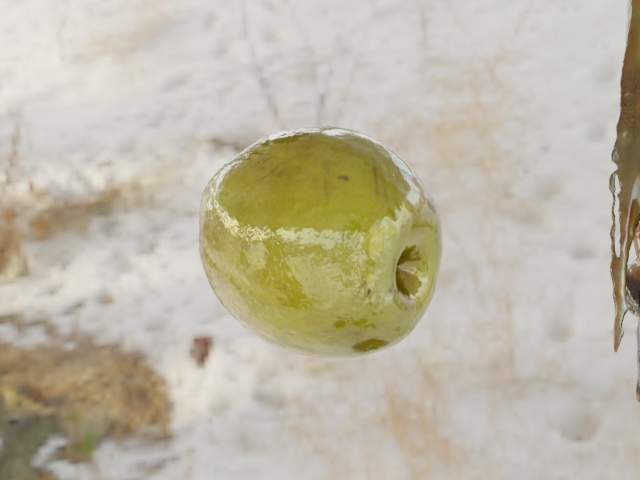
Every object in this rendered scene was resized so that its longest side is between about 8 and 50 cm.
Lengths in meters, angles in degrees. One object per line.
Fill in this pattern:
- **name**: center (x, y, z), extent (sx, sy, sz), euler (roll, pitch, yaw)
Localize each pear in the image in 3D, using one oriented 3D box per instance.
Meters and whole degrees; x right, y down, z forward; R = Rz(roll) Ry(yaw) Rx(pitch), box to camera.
- **pear**: center (0.000, 0.000, 1.131), extent (0.162, 0.149, 0.149), euler (22, 29, 37)

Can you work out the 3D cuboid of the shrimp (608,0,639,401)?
- **shrimp**: center (0.156, -0.056, 0.596), extent (0.150, 0.249, 0.068), euler (31, -20, -11)
